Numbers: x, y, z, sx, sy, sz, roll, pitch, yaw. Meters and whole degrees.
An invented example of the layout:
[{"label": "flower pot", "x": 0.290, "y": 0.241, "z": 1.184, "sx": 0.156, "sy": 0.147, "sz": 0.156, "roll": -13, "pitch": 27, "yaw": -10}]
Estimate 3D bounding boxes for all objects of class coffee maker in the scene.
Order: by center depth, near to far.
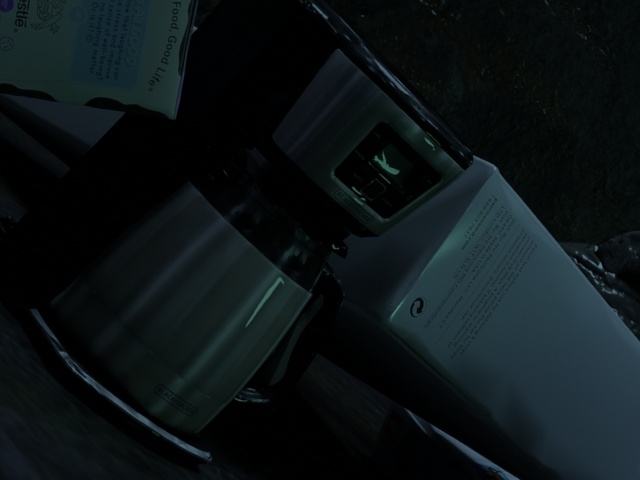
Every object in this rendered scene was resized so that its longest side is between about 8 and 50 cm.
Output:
[{"label": "coffee maker", "x": -0.049, "y": -0.026, "z": 0.707, "sx": 0.171, "sy": 0.178, "sz": 0.120, "roll": 45, "pitch": 3, "yaw": 26}]

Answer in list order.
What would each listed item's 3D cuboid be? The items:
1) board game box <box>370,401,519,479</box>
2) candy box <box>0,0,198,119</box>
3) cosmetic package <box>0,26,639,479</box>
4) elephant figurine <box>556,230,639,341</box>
[{"label": "board game box", "x": 0.201, "y": 0.191, "z": 1.048, "sx": 0.305, "sy": 0.053, "sz": 0.193, "roll": 17, "pitch": 15, "yaw": -25}, {"label": "candy box", "x": -0.155, "y": -0.109, "z": 0.652, "sx": 0.196, "sy": 0.070, "sz": 0.165, "roll": 7, "pitch": 14, "yaw": -15}, {"label": "cosmetic package", "x": 0.000, "y": 0.000, "z": 0.948, "sx": 0.377, "sy": 0.097, "sz": 0.284, "roll": 29, "pitch": -12, "yaw": 42}, {"label": "elephant figurine", "x": 0.185, "y": 0.059, "z": 1.127, "sx": 0.239, "sy": 0.186, "sz": 0.169, "roll": 41, "pitch": 30, "yaw": -51}]
